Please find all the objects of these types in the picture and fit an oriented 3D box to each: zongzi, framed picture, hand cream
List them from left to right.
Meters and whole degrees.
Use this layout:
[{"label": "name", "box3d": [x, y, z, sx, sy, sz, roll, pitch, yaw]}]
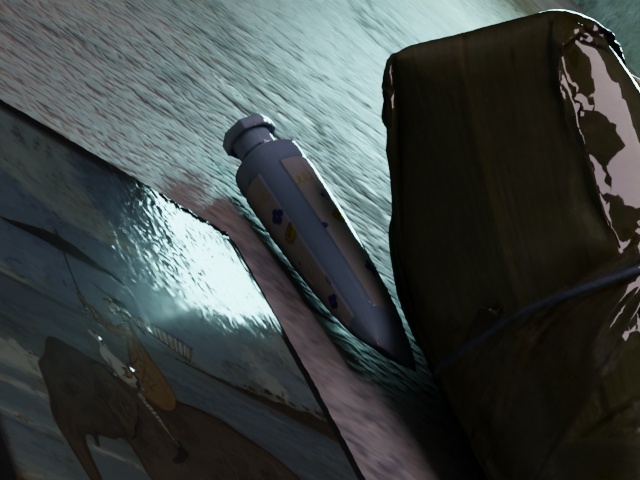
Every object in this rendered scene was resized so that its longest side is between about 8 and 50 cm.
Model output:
[{"label": "framed picture", "box3d": [-0.068, 0.057, 0.771, 0.265, 0.016, 0.347, 32, 19, -41]}, {"label": "hand cream", "box3d": [0.000, 0.000, 1.054, 0.170, 0.043, 0.065, 55, 9, 26]}, {"label": "zongzi", "box3d": [0.175, 0.104, 1.091, 0.356, 0.174, 0.393, 42, 29, -63]}]

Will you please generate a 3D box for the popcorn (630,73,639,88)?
[{"label": "popcorn", "box3d": [0.261, -0.065, 1.704, 0.180, 0.180, 0.170, 50, 11, 16]}]
